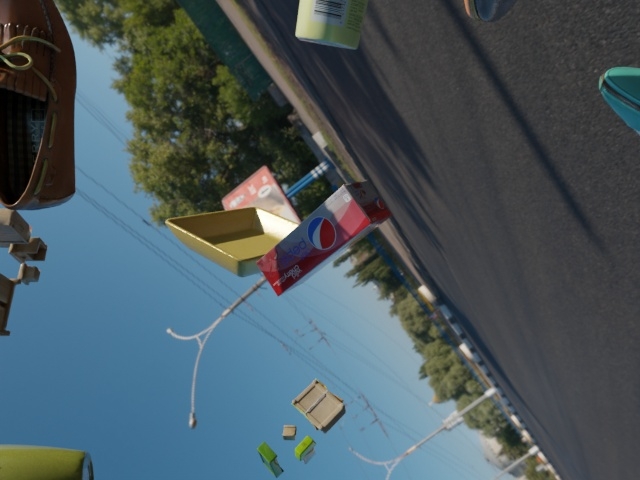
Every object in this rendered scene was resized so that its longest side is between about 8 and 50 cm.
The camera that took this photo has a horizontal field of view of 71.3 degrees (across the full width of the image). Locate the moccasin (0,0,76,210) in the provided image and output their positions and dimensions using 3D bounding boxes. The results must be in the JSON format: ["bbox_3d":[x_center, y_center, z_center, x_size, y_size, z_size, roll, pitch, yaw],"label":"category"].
[{"bbox_3d":[-0.479,-0.237,0.698,0.147,0.139,0.379,-88,4,-81],"label":"moccasin"}]

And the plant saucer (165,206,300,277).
[{"bbox_3d":[-0.201,0.002,1.240,0.333,0.080,0.333,24,-155,36],"label":"plant saucer"}]

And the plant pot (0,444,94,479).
[{"bbox_3d":[-0.632,0.532,0.905,0.275,0.294,0.274,174,90,-71],"label":"plant pot"}]

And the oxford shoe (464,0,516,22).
[{"bbox_3d":[0.301,-0.414,0.595,0.132,0.130,0.363,53,171,12],"label":"oxford shoe"}]

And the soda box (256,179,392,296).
[{"bbox_3d":[0.000,0.000,0.832,0.083,0.263,0.092,56,-145,8],"label":"soda box"}]

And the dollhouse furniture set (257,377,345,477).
[{"bbox_3d":[-0.029,0.310,0.730,0.076,0.152,0.058,31,146,35],"label":"dollhouse furniture set"}]

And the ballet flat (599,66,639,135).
[{"bbox_3d":[0.465,-0.141,0.553,0.247,0.083,0.087,30,156,31],"label":"ballet flat"}]

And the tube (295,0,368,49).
[{"bbox_3d":[0.029,-0.295,0.381,0.062,0.239,0.070,21,-154,20],"label":"tube"}]

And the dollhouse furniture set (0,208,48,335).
[{"bbox_3d":[-0.801,0.113,1.017,0.303,0.174,0.355,111,158,-64],"label":"dollhouse furniture set"}]
